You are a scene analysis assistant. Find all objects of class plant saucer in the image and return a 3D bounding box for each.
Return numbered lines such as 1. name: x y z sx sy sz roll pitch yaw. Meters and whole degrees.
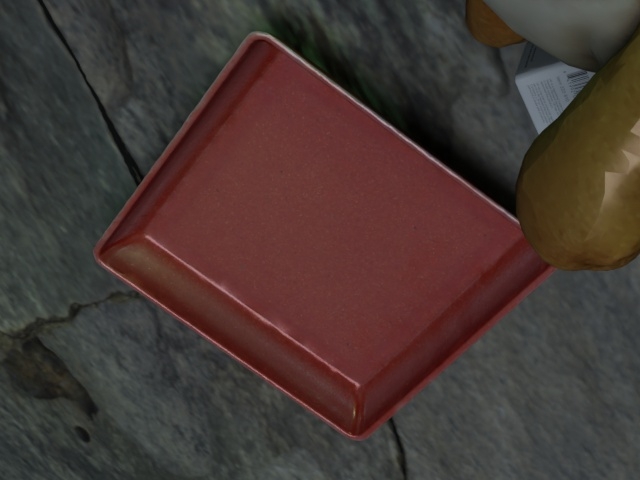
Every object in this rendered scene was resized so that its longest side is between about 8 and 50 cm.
1. plant saucer: 0.000 0.000 0.932 0.259 0.048 0.258 35 129 -9

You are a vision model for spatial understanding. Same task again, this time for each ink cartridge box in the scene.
1. ink cartridge box: 0.195 -0.091 0.791 0.122 0.052 0.089 -13 120 29

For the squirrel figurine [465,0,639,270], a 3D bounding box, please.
1. squirrel figurine: 0.255 -0.117 0.564 0.397 0.281 0.370 -44 70 11
